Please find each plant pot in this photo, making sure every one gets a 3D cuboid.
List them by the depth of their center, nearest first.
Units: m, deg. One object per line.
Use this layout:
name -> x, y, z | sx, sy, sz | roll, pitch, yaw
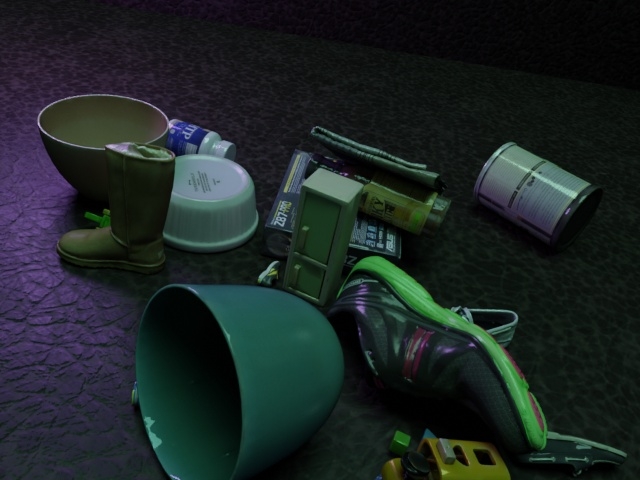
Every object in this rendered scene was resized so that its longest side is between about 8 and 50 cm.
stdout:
plant pot -> -0.107, 0.200, 0.847 | 0.235, 0.293, 0.293 | -4, 37, -43
plant pot -> -0.512, -0.204, 1.341 | 0.284, 0.191, 0.284 | 8, 35, -6

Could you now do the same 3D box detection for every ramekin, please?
ramekin -> -0.277, -0.100, 1.324 | 0.272, 0.127, 0.273 | 9, 36, -6

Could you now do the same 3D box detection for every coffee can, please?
coffee can -> 0.602, -0.126, 1.560 | 0.201, 0.201, 0.275 | -21, 47, -38

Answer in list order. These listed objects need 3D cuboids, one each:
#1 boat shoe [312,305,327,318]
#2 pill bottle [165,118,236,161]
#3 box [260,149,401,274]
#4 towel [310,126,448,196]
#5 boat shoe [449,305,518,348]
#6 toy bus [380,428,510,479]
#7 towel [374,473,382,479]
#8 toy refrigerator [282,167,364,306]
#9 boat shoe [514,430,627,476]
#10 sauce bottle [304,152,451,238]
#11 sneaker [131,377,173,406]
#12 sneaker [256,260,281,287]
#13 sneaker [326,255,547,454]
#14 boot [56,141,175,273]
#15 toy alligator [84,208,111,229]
boat shoe -> -0.029, 0.179, 1.078 | 0.049, 0.056, 0.152 | 18, 35, 16
pill bottle -> -0.334, -0.254, 1.533 | 0.186, 0.112, 0.112 | 20, 36, 9
box -> 0.046, -0.076, 1.418 | 0.318, 0.097, 0.395 | 14, 36, -1
towel -> 0.158, -0.195, 1.374 | 0.324, 0.056, 0.312 | 24, 5, 14
boat shoe -> 0.285, 0.174, 1.155 | 0.258, 0.084, 0.095 | -1, 38, -18
toy bus -> 0.178, 0.348, 0.834 | 0.191, 0.104, 0.202 | 29, 27, 25
towel -> 0.081, 0.484, 0.721 | 0.243, 0.040, 0.336 | 32, 38, 28
toy refrigerator -> 0.000, 0.000, 1.149 | 0.102, 0.269, 0.094 | 23, 38, 14
boat shoe -> 0.429, 0.371, 0.969 | 0.206, 0.075, 0.065 | 14, 78, -7
sauce bottle -> 0.129, -0.113, 1.321 | 0.344, 0.111, 0.111 | 23, 37, 11
sneaker -> -0.268, 0.225, 0.950 | 0.059, 0.053, 0.144 | 13, 44, 3
sneaker -> -0.107, 0.077, 1.222 | 0.035, 0.031, 0.083 | 35, 44, 7
sneaker -> 0.188, 0.217, 0.992 | 0.202, 0.185, 0.483 | -46, 43, -5
boot -> -0.414, -0.072, 1.122 | 0.236, 0.270, 0.089 | 8, 34, -8
toy alligator -> -0.434, -0.024, 1.244 | 0.189, 0.056, 0.051 | 19, -5, 8
